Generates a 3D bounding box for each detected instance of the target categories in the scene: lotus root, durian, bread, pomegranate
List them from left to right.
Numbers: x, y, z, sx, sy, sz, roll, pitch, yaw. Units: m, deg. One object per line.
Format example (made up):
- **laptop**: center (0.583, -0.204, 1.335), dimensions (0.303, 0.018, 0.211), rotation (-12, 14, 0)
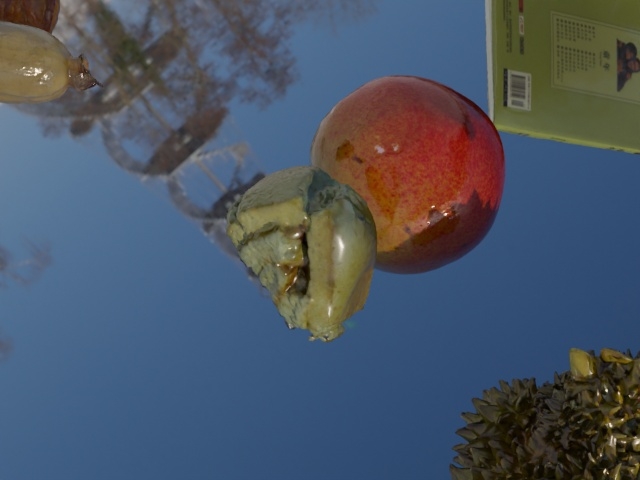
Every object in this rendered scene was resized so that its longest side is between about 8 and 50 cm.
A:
- **lotus root**: center (-0.245, -0.140, 0.794), dimensions (0.073, 0.150, 0.062), rotation (140, -45, -74)
- **bread**: center (0.005, 0.003, 0.884), dimensions (0.110, 0.156, 0.103), rotation (-32, -167, 40)
- **pomegranate**: center (0.078, -0.061, 1.116), dimensions (0.256, 0.221, 0.221), rotation (-31, -154, 1)
- **durian**: center (0.251, 0.231, 0.940), dimensions (0.293, 0.258, 0.258), rotation (-63, -154, 6)

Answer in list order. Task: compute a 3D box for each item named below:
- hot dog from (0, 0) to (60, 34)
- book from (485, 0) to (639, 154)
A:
- **hot dog**: center (-0.429, -0.265, 0.958), dimensions (0.174, 0.387, 0.267), rotation (30, -80, 36)
- **book**: center (0.377, -0.248, 1.437), dimensions (0.035, 0.352, 0.239), rotation (-17, -110, 61)
